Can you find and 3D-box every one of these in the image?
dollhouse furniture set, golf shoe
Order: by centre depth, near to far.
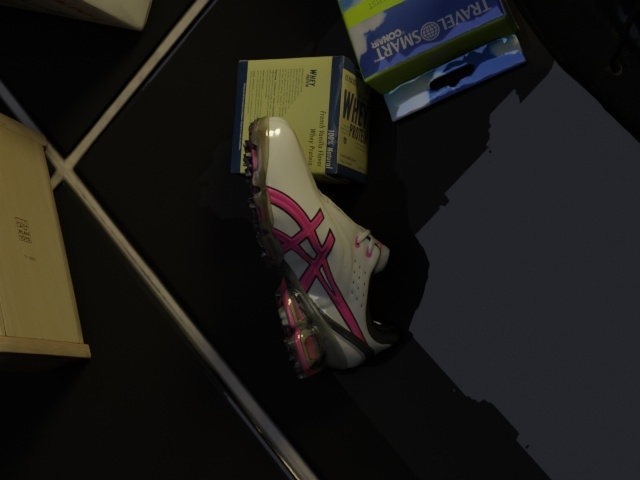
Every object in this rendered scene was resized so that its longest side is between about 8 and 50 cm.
[{"bbox_3d":[0.000,0.000,0.646,0.085,0.067,0.186,-15,112,0],"label":"golf shoe"},{"bbox_3d":[-0.378,0.031,0.718,0.303,0.286,0.198,-18,77,10],"label":"dollhouse furniture set"}]

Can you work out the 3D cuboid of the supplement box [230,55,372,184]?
[{"bbox_3d":[-0.012,-0.084,0.688,0.083,0.056,0.083,2,86,25],"label":"supplement box"}]

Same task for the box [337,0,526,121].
[{"bbox_3d":[0.063,-0.187,0.672,0.109,0.042,0.178,-23,75,20],"label":"box"}]

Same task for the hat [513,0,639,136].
[{"bbox_3d":[0.220,-0.161,0.490,0.134,0.331,0.331,-34,71,-5],"label":"hat"}]

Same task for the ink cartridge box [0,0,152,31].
[{"bbox_3d":[-0.272,-0.303,0.751,0.270,0.198,0.197,15,91,26],"label":"ink cartridge box"}]
